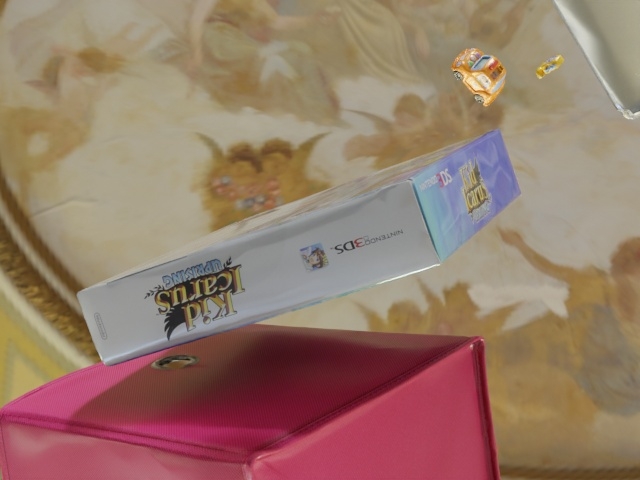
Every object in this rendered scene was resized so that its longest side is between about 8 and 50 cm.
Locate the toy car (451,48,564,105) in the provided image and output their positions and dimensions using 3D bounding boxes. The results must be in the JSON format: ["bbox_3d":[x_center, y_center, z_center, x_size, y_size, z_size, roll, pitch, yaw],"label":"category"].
[{"bbox_3d":[0.191,-0.181,1.233,0.122,0.040,0.060,-28,-89,-29],"label":"toy car"}]

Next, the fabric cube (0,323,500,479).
[{"bbox_3d":[-0.040,0.213,0.886,0.258,0.254,0.259,0,-78,42],"label":"fabric cube"}]

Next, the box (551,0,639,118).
[{"bbox_3d":[0.039,-0.194,0.332,0.060,0.270,0.216,-23,-130,22],"label":"box"}]

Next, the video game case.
[{"bbox_3d":[0.000,0.000,0.880,0.244,0.269,0.061,-20,-86,22],"label":"video game case"}]
